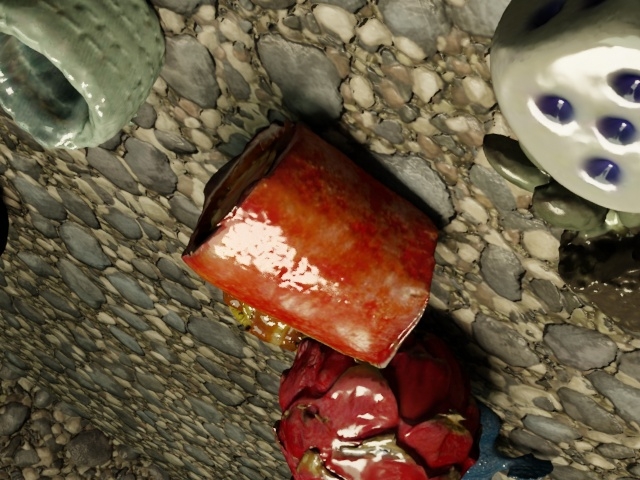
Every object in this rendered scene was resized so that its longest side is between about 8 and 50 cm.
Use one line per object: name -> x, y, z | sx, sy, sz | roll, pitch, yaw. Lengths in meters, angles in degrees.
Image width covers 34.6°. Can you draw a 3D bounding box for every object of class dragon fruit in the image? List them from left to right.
dragon fruit -> 0.084, 0.271, 1.522 | 0.329, 0.329, 0.329 | 25, 151, 15

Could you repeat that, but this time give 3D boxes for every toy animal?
toy animal -> 0.237, 0.354, 1.680 | 0.176, 0.256, 0.239 | -159, 64, -73

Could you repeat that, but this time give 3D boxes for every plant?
plant -> 0.288, -0.034, 1.024 | 0.146, 0.149, 0.274 | -25, 121, 40

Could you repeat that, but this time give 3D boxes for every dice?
dice -> 0.265, -0.148, 0.814 | 0.192, 0.193, 0.194 | 47, 150, -21

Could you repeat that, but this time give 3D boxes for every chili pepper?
chili pepper -> 0.000, 0.000, 1.342 | 0.305, 0.229, 0.251 | 29, 115, -18

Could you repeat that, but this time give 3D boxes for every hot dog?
hot dog -> -0.064, 0.129, 1.678 | 0.213, 0.103, 0.146 | 30, 151, 5

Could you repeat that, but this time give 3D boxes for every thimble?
thimble -> -0.315, -0.234, 1.300 | 0.205, 0.172, 0.250 | 13, 144, 30

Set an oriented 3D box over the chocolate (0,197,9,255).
chocolate -> -0.763, -0.085, 1.958 | 0.210, 0.225, 0.340 | 24, 153, 43
